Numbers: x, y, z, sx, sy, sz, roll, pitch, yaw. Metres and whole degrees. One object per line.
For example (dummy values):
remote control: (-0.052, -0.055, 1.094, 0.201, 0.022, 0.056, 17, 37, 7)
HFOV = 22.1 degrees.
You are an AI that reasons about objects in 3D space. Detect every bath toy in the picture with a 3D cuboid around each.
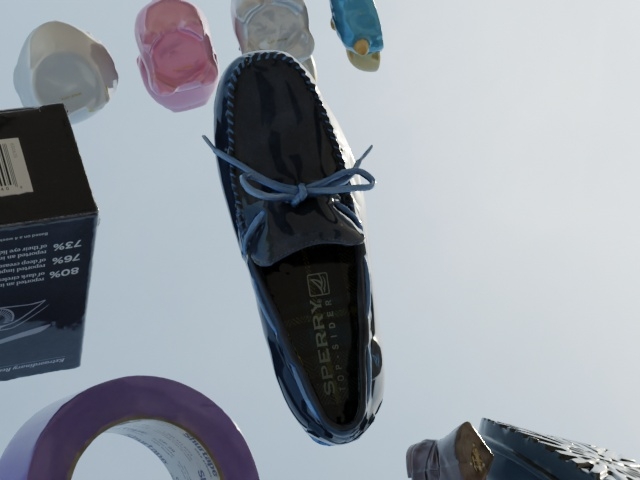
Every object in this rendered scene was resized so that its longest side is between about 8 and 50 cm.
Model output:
bath toy: (-0.121, -0.186, 1.575, 0.348, 0.151, 0.129, -11, -148, -6)

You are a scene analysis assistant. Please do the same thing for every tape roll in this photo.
tape roll: (-0.142, 0.198, 1.208, 0.189, 0.080, 0.189, 8, -106, -29)

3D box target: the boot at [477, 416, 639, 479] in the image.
boot: (0.195, 0.307, 1.385, 0.131, 0.348, 0.260, 19, -85, -21)

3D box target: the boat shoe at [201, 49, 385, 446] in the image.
boat shoe: (0.000, 0.000, 1.038, 0.109, 0.089, 0.258, -19, -91, -6)

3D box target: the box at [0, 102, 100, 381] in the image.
box: (-0.255, 0.011, 1.209, 0.153, 0.207, 0.108, -9, -124, -20)

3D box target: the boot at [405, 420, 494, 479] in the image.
boot: (0.102, 0.196, 1.246, 0.037, 0.114, 0.106, -9, -100, -24)
